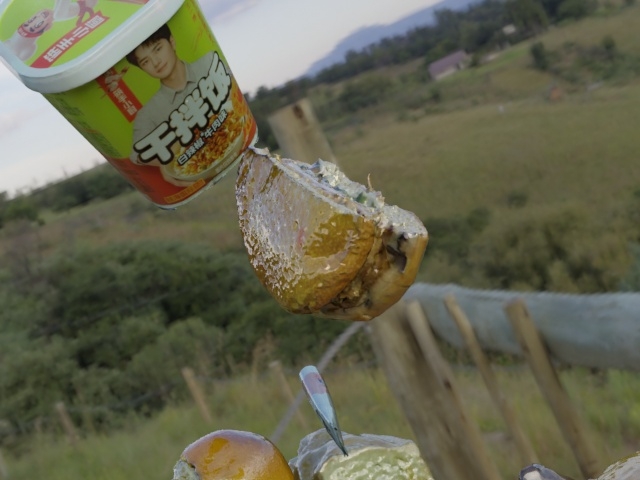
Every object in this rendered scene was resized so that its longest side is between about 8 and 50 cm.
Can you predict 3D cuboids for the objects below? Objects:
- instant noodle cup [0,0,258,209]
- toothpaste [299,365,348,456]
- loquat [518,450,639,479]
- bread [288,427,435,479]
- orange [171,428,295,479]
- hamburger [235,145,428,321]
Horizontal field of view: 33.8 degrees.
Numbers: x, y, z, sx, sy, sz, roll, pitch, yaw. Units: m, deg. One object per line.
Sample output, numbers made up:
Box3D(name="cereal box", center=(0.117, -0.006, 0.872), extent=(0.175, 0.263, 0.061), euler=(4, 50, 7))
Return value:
Box3D(name="instant noodle cup", center=(-0.248, -0.224, 1.456), extent=(0.293, 0.308, 0.294), euler=(-15, 48, 17))
Box3D(name="toothpaste", center=(0.005, 0.249, 1.581), extent=(0.036, 0.056, 0.205), euler=(-26, 25, -3))
Box3D(name="loquat", center=(0.217, 0.196, 0.574), extent=(0.213, 0.246, 0.213), euler=(-48, -24, -30))
Box3D(name="bread", center=(0.066, 0.400, 1.653), extent=(0.196, 0.239, 0.252), euler=(-30, -5, -15))
Box3D(name="orange", center=(-0.104, 0.306, 1.388), extent=(0.112, 0.160, 0.170), euler=(-59, -26, -12))
Box3D(name="hamburger", center=(0.000, 0.000, 1.116), extent=(0.144, 0.157, 0.283), euler=(3, 17, -27))
